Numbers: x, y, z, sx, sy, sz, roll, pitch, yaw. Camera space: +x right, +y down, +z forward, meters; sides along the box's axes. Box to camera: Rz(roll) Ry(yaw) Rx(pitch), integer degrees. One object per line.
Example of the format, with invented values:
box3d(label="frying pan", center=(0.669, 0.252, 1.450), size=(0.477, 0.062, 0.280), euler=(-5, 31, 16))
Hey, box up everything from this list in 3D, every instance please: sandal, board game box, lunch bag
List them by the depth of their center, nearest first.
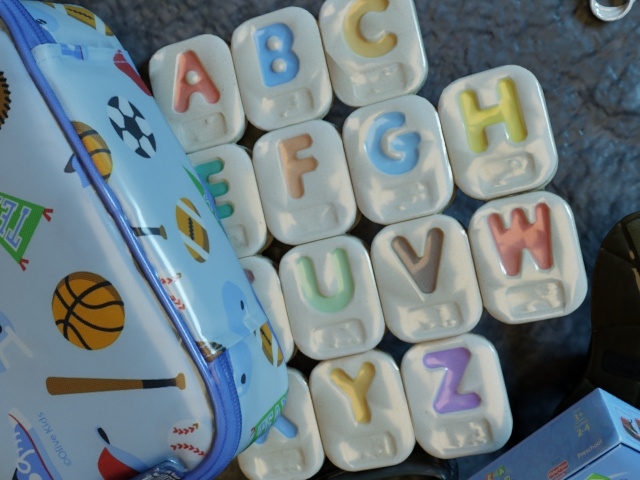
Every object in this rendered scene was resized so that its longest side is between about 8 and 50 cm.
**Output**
box3d(label="lunch bag", center=(-0.173, 0.034, 0.451), size=(0.243, 0.115, 0.303), euler=(-27, 89, 18))
box3d(label="board game box", center=(0.172, 0.177, 0.458), size=(0.211, 0.039, 0.160), euler=(29, 123, -25))
box3d(label="sandal", center=(0.194, 0.083, 0.491), size=(0.090, 0.060, 0.219), euler=(15, 111, 35))

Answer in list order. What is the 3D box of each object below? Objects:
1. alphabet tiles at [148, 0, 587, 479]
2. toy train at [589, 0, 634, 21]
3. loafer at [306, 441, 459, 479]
box3d(label="alphabet tiles", center=(0.000, 0.000, 0.472), size=(0.284, 0.021, 0.278), euler=(-13, 89, 16))
box3d(label="toy train", center=(0.250, -0.144, 0.463), size=(0.166, 0.046, 0.125), euler=(25, 99, -2))
box3d(label="loafer", center=(-0.011, 0.191, 0.508), size=(0.223, 0.078, 0.076), euler=(-36, 94, 7))
